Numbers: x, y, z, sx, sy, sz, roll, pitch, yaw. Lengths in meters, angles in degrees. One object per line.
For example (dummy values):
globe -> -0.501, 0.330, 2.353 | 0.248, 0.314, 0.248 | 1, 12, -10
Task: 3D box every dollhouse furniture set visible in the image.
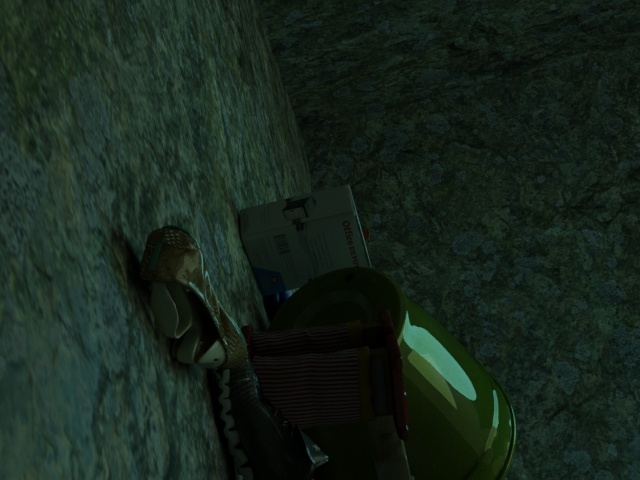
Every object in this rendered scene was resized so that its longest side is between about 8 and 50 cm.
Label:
dollhouse furniture set -> 0.021, 0.287, 1.219 | 0.152, 0.201, 0.374 | -95, 177, -70

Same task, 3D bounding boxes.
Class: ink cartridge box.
ink cartridge box -> -0.025, 0.001, 1.568 | 0.082, 0.191, 0.139 | -100, 175, -50

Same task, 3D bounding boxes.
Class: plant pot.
plant pot -> 0.087, 0.240, 1.520 | 0.353, 0.366, 0.366 | 57, 15, -40

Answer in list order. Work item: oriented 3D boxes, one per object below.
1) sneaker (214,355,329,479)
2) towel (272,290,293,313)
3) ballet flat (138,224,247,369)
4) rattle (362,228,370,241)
sneaker -> -0.047, 0.225, 1.024 | 0.078, 0.106, 0.234 | 65, 11, -75
towel -> -0.051, 0.145, 1.744 | 0.209, 0.034, 0.285 | -101, 178, -50
ballet flat -> -0.125, 0.075, 0.889 | 0.206, 0.073, 0.067 | 69, 35, -43
rattle -> 0.000, 0.000, 1.872 | 0.143, 0.200, 0.130 | 37, 39, -84
